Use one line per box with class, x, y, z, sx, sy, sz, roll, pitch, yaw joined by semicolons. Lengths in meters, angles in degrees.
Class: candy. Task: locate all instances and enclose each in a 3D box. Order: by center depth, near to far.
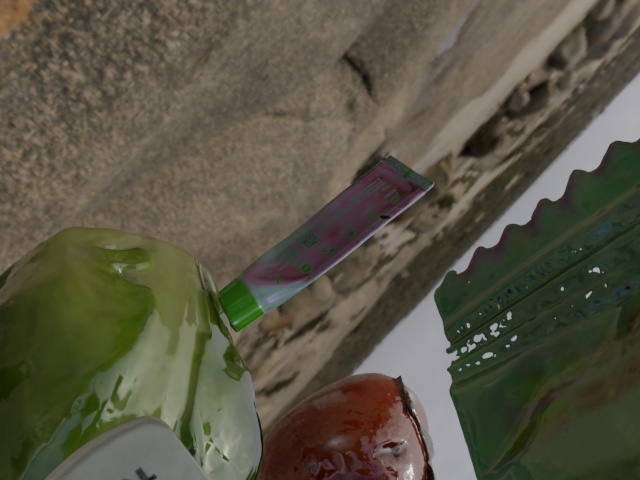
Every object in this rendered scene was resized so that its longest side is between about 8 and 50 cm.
candy;0.173;0.117;0.306;0.263;0.398;0.172;-36;142;31

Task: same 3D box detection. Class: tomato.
tomato;0.014;0.308;1.087;0.309;0.309;0.170;-47;142;-10

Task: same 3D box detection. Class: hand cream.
hand cream;0.000;-0.001;0.898;0.275;0.079;0.050;-38;162;-12

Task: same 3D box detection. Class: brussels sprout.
brussels sprout;-0.198;0.176;0.725;0.315;0.275;0.371;155;-55;-72

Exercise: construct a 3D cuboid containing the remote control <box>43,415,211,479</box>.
remote control;-0.061;0.177;0.392;0.087;0.190;0.029;-30;167;-46
